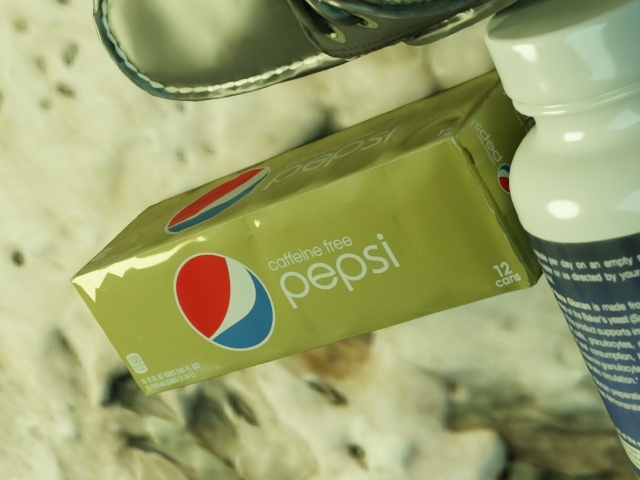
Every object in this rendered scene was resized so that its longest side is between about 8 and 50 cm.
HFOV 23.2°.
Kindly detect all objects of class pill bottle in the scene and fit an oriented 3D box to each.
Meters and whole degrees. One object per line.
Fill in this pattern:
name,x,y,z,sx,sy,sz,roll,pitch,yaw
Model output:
pill bottle,0.114,-0.002,0.470,0.094,0.094,0.169,-14,113,35

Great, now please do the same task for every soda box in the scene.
soda box,0.000,0.000,0.557,0.181,0.061,0.058,-20,109,37

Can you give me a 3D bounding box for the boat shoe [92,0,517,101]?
boat shoe,0.020,-0.106,0.453,0.285,0.092,0.103,-20,113,39
